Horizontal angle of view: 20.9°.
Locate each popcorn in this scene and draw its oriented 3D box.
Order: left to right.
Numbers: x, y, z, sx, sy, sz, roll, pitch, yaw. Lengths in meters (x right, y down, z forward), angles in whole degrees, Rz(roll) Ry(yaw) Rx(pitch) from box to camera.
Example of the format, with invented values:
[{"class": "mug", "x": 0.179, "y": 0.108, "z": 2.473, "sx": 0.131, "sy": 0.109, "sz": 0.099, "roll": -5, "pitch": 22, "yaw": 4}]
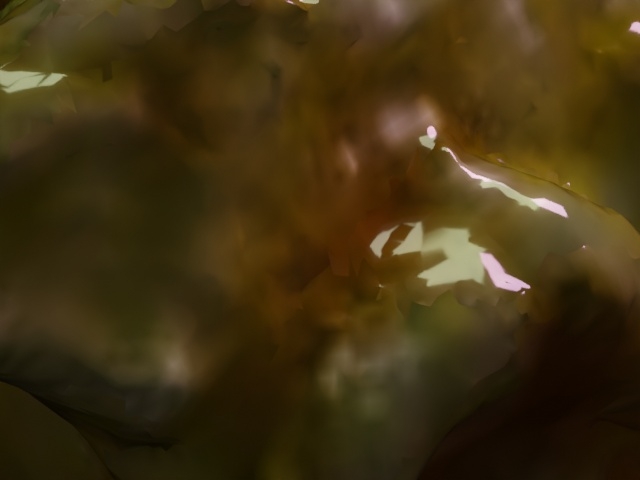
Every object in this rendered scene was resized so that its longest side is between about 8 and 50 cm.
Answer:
[{"class": "popcorn", "x": -0.008, "y": 0.002, "z": 0.551, "sx": 0.335, "sy": 0.274, "sz": 0.279, "roll": -7, "pitch": 4, "yaw": -28}]
